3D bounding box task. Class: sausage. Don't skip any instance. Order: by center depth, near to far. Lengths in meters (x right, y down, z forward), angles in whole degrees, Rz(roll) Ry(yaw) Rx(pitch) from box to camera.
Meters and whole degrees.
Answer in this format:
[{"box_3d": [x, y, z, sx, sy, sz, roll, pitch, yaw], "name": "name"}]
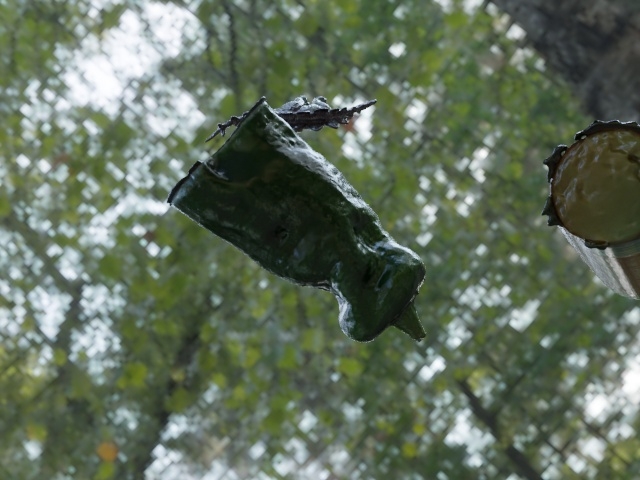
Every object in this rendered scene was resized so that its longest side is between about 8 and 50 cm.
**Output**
[{"box_3d": [0.200, -0.006, 0.942, 0.083, 0.083, 0.264, -50, -20, 2], "name": "sausage"}]

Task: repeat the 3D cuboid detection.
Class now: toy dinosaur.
[{"box_3d": [-0.035, -0.144, 1.700, 0.209, 0.082, 0.039, -10, -78, -1], "name": "toy dinosaur"}]

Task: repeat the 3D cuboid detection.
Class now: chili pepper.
[{"box_3d": [0.000, 0.000, 1.380, 0.136, 0.270, 0.099, -47, -5, -34], "name": "chili pepper"}]
